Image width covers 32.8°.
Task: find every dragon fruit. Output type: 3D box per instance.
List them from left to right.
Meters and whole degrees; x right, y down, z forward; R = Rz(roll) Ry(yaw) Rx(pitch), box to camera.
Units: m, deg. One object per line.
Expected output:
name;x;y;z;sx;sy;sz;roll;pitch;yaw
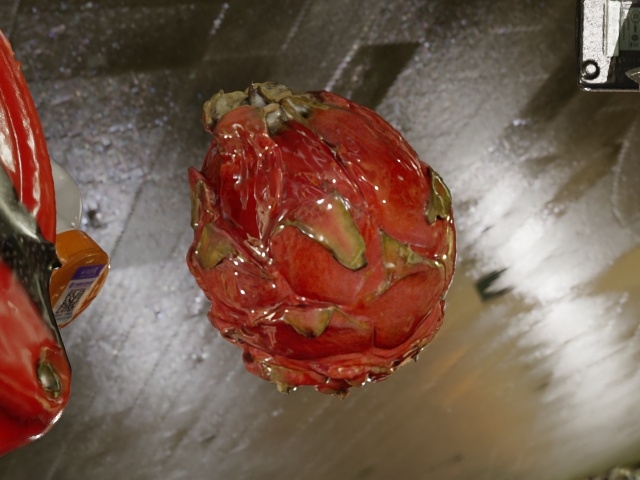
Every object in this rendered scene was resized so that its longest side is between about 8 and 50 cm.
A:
dragon fruit;0.000;0.000;1.112;0.277;0.277;0.342;-15;118;-26

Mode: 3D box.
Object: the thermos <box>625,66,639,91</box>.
thermos;0.363;-0.197;0.990;0.105;0.137;0.193;84;28;-63

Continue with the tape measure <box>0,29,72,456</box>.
tape measure;-0.202;-0.033;0.382;0.114;0.260;0.253;-22;154;19

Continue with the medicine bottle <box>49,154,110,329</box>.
medicine bottle;-0.316;-0.042;0.950;0.157;0.288;0.157;-45;164;-17

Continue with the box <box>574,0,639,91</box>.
box;0.329;-0.217;1.129;0.125;0.126;0.027;1;176;8
